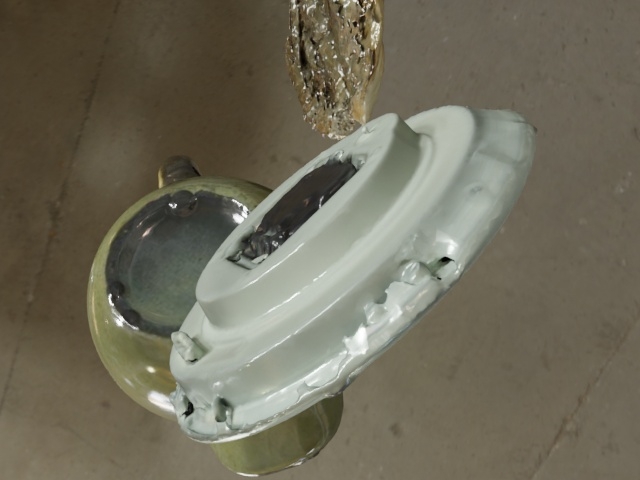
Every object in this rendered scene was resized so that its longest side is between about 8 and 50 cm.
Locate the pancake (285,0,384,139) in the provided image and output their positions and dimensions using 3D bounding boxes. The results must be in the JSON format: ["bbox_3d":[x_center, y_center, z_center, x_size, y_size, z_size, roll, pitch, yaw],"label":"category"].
[{"bbox_3d":[0.024,-0.354,1.561,0.071,0.382,0.382,-7,115,-21],"label":"pancake"}]

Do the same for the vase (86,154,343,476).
[{"bbox_3d":[-0.103,0.053,0.946,0.241,0.329,0.302,-21,148,0],"label":"vase"}]

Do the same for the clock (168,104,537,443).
[{"bbox_3d":[0.000,0.000,0.463,0.236,0.236,0.053,-37,105,25],"label":"clock"}]
